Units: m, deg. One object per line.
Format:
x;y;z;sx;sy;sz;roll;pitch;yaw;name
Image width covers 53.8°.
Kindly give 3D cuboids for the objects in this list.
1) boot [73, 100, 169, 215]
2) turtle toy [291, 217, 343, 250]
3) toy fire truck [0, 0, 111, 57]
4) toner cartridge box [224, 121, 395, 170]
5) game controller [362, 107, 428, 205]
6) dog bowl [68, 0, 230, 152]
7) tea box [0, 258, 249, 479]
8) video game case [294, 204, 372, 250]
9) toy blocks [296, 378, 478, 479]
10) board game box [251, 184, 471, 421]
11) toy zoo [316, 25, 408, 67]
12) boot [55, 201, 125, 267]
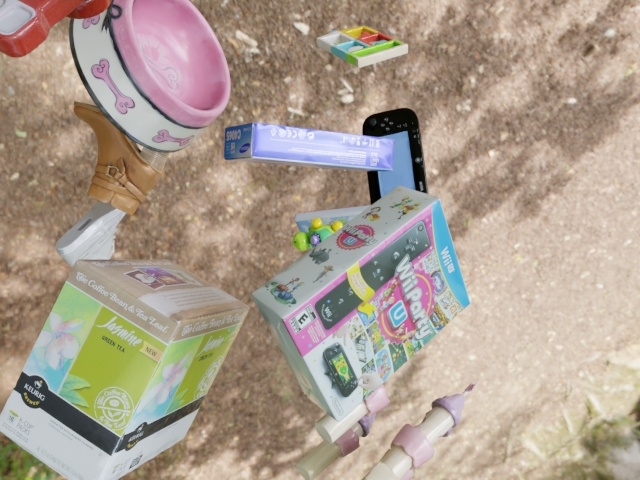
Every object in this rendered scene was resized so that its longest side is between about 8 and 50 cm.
-0.559;-0.216;1.659;0.283;0.109;0.220;30;93;-14;boot
0.000;0.000;1.430;0.130;0.066;0.095;9;150;16;turtle toy
-0.492;-0.421;0.970;0.254;0.302;0.169;-54;165;-27;toy fire truck
-0.023;-0.202;1.402;0.347;0.075;0.165;2;-177;-28;toner cartridge box
0.212;-0.212;1.783;0.166;0.320;0.067;-10;172;28;game controller
-0.375;-0.424;1.493;0.150;0.408;0.408;-19;148;28;dog bowl
-0.338;0.219;1.156;0.324;0.219;0.329;-64;168;5;tea box
0.066;-0.004;1.540;0.212;0.023;0.193;-5;137;22;video game case
0.160;0.387;1.099;0.260;0.309;0.289;-33;157;-30;toy blocks
0.076;0.092;0.976;0.303;0.097;0.224;-38;124;-21;board game box
0.119;-0.640;2.051;0.192;0.293;0.030;-22;130;-22;toy zoo
-0.617;-0.019;1.788;0.258;0.095;0.123;-46;135;-24;boot
